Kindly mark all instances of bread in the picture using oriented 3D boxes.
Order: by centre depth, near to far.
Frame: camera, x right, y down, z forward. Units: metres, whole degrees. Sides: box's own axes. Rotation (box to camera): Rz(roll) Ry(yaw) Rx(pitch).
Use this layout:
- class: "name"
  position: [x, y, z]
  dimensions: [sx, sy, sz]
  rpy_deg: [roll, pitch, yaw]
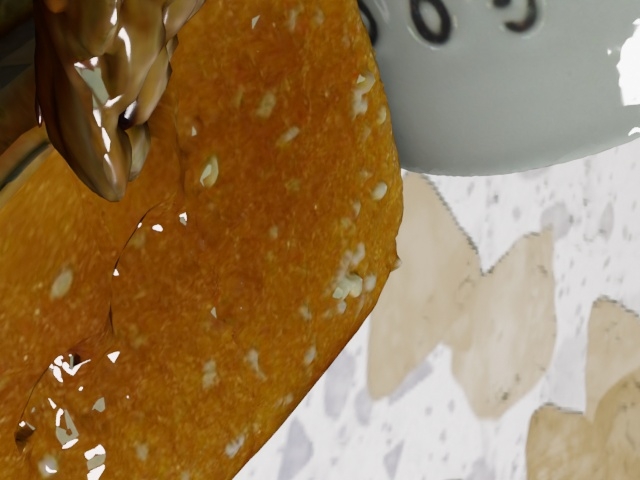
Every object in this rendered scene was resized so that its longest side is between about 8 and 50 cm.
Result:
- class: "bread"
  position: [-0.076, 0.001, 0.536]
  dimensions: [0.234, 0.110, 0.184]
  rpy_deg: [-50, 134, -31]

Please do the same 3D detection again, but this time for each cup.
- class: "cup"
  position: [0.082, -0.163, 0.573]
  dimensions: [0.186, 0.258, 0.234]
  rpy_deg: [-45, 126, -31]

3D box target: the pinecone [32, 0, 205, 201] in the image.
- class: "pinecone"
  position: [-0.111, -0.131, 0.354]
  dimensions: [0.264, 0.264, 0.264]
  rpy_deg: [-16, 111, -48]
